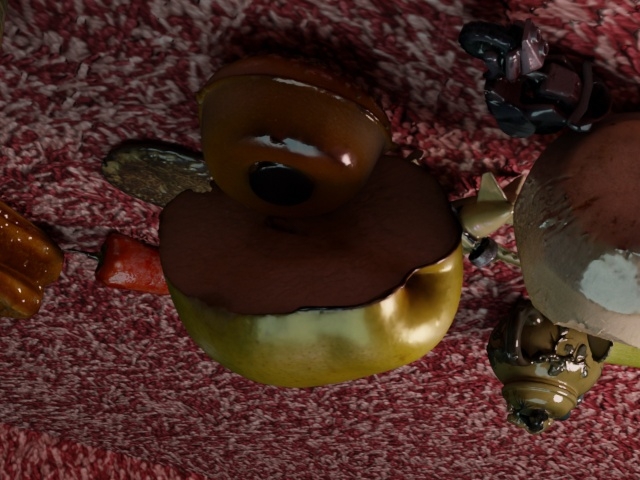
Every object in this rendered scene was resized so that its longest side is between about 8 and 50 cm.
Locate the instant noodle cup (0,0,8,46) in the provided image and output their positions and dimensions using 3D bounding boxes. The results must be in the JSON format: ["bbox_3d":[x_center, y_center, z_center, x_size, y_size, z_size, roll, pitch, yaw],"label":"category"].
[{"bbox_3d":[-0.455,-0.217,1.537,0.296,0.214,0.296,9,158,4],"label":"instant noodle cup"}]

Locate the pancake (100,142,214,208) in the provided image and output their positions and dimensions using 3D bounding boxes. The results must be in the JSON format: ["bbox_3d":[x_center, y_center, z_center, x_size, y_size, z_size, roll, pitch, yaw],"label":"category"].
[{"bbox_3d":[-0.201,-0.081,2.000,0.199,0.021,0.199,10,158,4],"label":"pancake"}]

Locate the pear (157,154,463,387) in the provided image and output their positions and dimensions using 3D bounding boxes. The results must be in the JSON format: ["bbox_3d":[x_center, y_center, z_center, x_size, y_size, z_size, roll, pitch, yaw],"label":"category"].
[{"bbox_3d":[0.000,0.054,1.758,0.386,0.340,0.191,29,141,45],"label":"pear"}]

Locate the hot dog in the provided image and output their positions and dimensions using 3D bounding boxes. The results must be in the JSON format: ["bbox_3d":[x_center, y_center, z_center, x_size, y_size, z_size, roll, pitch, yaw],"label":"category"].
[{"bbox_3d":[-0.517,0.002,2.187,0.117,0.158,0.349,18,169,34],"label":"hot dog"}]

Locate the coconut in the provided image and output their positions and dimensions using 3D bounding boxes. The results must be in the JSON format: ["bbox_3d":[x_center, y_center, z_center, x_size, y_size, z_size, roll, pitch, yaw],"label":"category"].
[{"bbox_3d":[0.331,-0.004,1.642,0.245,0.245,0.247,8,156,6],"label":"coconut"}]

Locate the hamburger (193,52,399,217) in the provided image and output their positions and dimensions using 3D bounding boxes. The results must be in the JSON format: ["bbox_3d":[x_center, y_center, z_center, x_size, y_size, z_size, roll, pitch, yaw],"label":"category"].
[{"bbox_3d":[-0.034,-0.122,1.664,0.237,0.147,0.237,7,150,4],"label":"hamburger"}]

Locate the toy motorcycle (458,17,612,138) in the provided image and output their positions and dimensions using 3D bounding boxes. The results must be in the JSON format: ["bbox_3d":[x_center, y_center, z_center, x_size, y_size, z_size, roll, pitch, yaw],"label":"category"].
[{"bbox_3d":[0.223,-0.162,1.529,0.122,0.082,0.213,0,157,28],"label":"toy motorcycle"}]

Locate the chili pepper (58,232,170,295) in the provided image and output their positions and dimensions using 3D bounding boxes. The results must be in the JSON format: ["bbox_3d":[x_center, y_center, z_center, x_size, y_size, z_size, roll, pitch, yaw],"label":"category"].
[{"bbox_3d":[-0.298,0.034,2.243,0.192,0.084,0.086,12,142,-16],"label":"chili pepper"}]

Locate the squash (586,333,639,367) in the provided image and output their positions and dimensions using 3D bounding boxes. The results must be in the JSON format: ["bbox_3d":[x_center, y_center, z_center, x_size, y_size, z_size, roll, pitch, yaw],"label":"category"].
[{"bbox_3d":[0.468,0.122,2.061,0.187,0.123,0.123,9,158,-4],"label":"squash"}]

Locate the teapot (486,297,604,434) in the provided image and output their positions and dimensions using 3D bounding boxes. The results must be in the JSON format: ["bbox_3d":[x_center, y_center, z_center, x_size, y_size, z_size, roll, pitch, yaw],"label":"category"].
[{"bbox_3d":[0.323,0.191,2.201,0.173,0.182,0.269,0,154,27],"label":"teapot"}]

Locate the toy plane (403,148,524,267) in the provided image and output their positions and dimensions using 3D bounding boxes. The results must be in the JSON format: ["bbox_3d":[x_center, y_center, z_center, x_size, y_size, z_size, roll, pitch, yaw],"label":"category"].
[{"bbox_3d":[0.171,-0.020,1.888,0.242,0.104,0.256,37,142,-21],"label":"toy plane"}]
